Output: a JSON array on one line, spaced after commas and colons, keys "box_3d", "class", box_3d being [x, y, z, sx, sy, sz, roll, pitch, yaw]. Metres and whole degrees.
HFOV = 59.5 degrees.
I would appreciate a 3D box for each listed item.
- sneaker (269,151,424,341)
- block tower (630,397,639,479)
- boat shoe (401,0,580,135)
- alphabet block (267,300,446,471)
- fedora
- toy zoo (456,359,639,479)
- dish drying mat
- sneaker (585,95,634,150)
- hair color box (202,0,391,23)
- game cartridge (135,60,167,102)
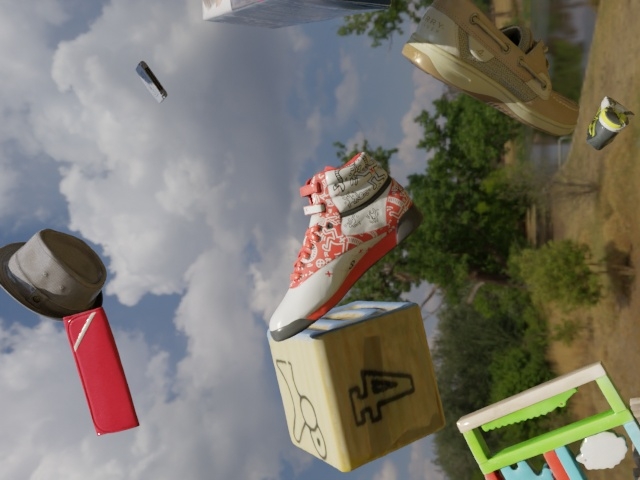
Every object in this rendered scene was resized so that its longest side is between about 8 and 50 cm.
[{"box_3d": [0.000, 0.000, 0.757, 0.145, 0.270, 0.090, 50, 170, -8], "class": "sneaker"}, {"box_3d": [0.494, 0.344, 0.773, 0.097, 0.090, 0.335, 62, -145, -10], "class": "block tower"}, {"box_3d": [0.238, -0.214, 0.696, 0.098, 0.302, 0.109, -61, 37, 23], "class": "boat shoe"}, {"box_3d": [0.051, 0.213, 0.882, 0.193, 0.192, 0.197, -13, -88, -26], "class": "alphabet block"}, {"box_3d": [-0.629, 0.066, 1.351, 0.275, 0.124, 0.244, 43, -161, -3], "class": "fedora"}, {"box_3d": [0.314, 0.313, 0.653, 0.030, 0.192, 0.294, 1, -119, -63], "class": "toy zoo"}, {"box_3d": [-0.147, 0.088, 0.375, 0.008, 0.032, 0.084, -23, -82, -83], "class": "dish drying mat"}, {"box_3d": [0.258, -0.106, 0.509, 0.083, 0.031, 0.035, -31, -21, -51], "class": "sneaker"}, {"box_3d": [-0.044, -0.321, 0.579, 0.347, 0.105, 0.174, -142, 52, -63], "class": "hair color box"}, {"box_3d": [-0.349, -0.326, 1.158, 0.017, 0.056, 0.083, -41, -73, -25], "class": "game cartridge"}]
